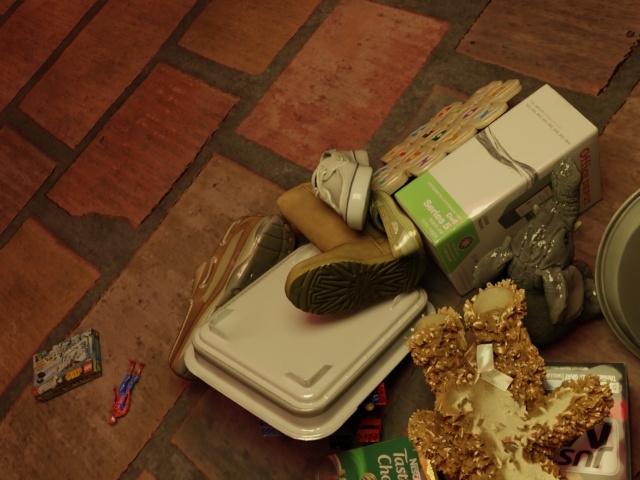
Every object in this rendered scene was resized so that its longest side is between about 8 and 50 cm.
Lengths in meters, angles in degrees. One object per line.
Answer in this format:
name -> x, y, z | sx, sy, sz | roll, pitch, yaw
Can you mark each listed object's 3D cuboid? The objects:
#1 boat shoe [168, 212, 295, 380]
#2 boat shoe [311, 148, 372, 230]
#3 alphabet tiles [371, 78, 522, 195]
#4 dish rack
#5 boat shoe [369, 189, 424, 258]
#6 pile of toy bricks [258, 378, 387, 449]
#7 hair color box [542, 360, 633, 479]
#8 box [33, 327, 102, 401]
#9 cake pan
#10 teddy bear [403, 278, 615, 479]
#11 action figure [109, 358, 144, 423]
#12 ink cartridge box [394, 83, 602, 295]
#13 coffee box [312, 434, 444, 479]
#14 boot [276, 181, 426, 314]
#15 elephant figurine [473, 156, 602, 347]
boat shoe -> -0.165, 0.092, 1.201 | 0.116, 0.123, 0.324 | 16, 64, 38
boat shoe -> 0.030, -0.091, 1.064 | 0.088, 0.096, 0.267 | 7, 24, -1
alphabet tiles -> 0.194, -0.167, 1.128 | 0.284, 0.021, 0.278 | -39, 13, 1
dish rack -> -0.014, 0.120, 1.045 | 0.286, 0.072, 0.333 | 23, 44, 33
boat shoe -> 0.099, -0.025, 1.014 | 0.048, 0.056, 0.153 | -30, 39, -3
pile of toy bricks -> 0.003, 0.238, 1.053 | 0.212, 0.118, 0.105 | -4, 23, 16
hair color box -> 0.287, 0.343, 0.851 | 0.185, 0.113, 0.374 | -3, 63, 24
box -> -0.481, 0.236, 1.309 | 0.137, 0.027, 0.094 | -25, 55, 11
cake pan -> 0.498, 0.047, 0.854 | 0.293, 0.054, 0.293 | 3, 101, 15
teddy bear -> 0.214, 0.208, 0.828 | 0.245, 0.113, 0.338 | -37, 49, 5
action figure -> -0.351, 0.271, 1.233 | 0.038, 0.030, 0.115 | 7, 69, 22
ink cartridge box -> 0.272, -0.067, 1.029 | 0.273, 0.198, 0.114 | -36, 56, 3
coffee box -> 0.084, 0.347, 0.984 | 0.184, 0.040, 0.113 | -17, 57, 15
boot -> 0.000, 0.000, 1.073 | 0.269, 0.236, 0.089 | 45, 131, 47
elephant figurine -> 0.291, 0.037, 0.938 | 0.169, 0.239, 0.186 | -14, 59, 17
